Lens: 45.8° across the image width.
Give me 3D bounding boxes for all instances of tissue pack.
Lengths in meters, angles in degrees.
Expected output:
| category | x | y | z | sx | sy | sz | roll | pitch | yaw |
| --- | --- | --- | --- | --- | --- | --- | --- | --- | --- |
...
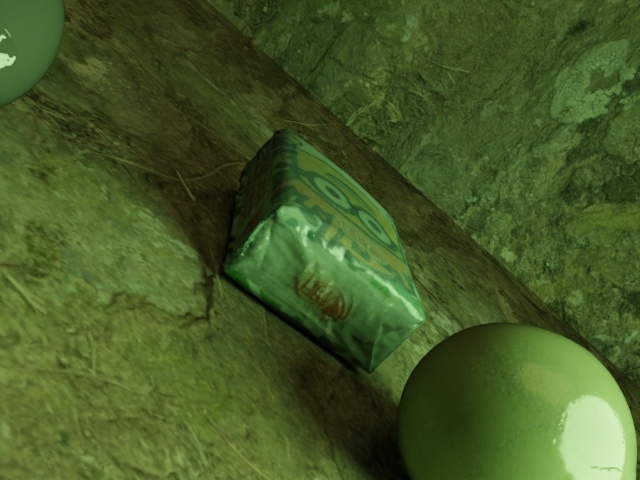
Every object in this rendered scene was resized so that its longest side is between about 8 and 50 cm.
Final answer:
| category | x | y | z | sx | sy | sz | roll | pitch | yaw |
| --- | --- | --- | --- | --- | --- | --- | --- | --- | --- |
| tissue pack | 0.000 | 0.000 | 0.976 | 0.228 | 0.128 | 0.311 | 37 | 18 | -16 |

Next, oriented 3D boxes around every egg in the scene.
| category | x | y | z | sx | sy | sz | roll | pitch | yaw |
| --- | --- | --- | --- | --- | --- | --- | --- | --- | --- |
| egg | 0.194 | 0.193 | 0.750 | 0.269 | 0.219 | 0.219 | 27 | 21 | -45 |
| egg | -0.313 | -0.193 | 0.640 | 0.176 | 0.176 | 0.232 | 36 | 16 | -19 |
